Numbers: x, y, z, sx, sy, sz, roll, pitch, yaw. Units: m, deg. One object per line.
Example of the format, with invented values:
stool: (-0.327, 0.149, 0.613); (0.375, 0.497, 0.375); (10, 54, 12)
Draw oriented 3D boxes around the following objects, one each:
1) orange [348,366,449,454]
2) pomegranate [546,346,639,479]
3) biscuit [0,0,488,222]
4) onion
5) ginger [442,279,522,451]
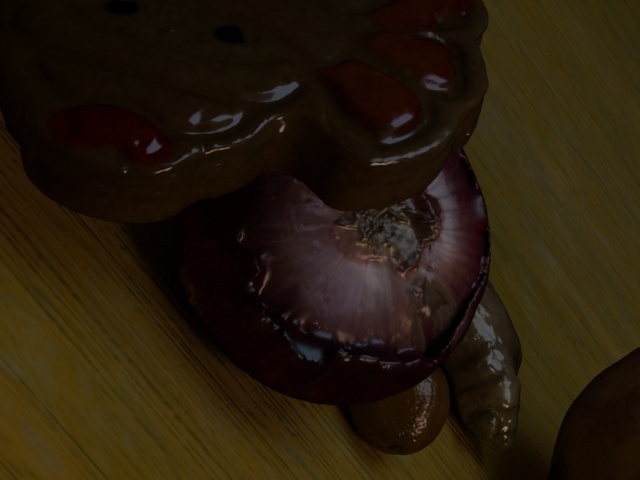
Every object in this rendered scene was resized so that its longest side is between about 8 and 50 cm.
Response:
orange: (0.058, 0.119, 1.410); (0.085, 0.085, 0.085); (46, 26, -30)
pomegranate: (0.334, 0.228, 1.559); (0.322, 0.322, 0.322); (46, 26, -30)
biscuit: (-0.067, -0.135, 1.232); (0.359, 0.074, 0.381); (16, 35, 10)
onion: (0.003, -0.005, 1.307); (0.248, 0.161, 0.248); (10, 78, -50)
ginger: (0.120, 0.069, 1.601); (0.213, 0.074, 0.137); (56, 31, 3)
